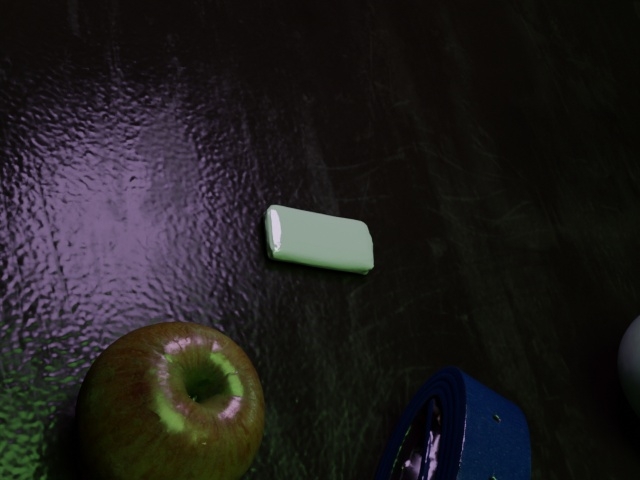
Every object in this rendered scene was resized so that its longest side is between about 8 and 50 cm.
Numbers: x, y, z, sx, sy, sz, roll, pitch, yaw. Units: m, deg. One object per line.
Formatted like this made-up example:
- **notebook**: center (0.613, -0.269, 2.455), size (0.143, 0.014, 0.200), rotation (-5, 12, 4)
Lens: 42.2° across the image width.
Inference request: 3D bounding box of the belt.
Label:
- **belt**: center (0.153, 0.326, 1.040), size (0.117, 0.212, 0.347), rotation (33, 45, -12)

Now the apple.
- **apple**: center (-0.169, 0.197, 0.929), size (0.211, 0.188, 0.211), rotation (19, 53, -27)

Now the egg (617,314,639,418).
- **egg**: center (0.679, 0.236, 1.398), size (0.389, 0.276, 0.276), rotation (23, 51, -24)

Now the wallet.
- **wallet**: center (0.000, 0.000, 1.272), size (0.190, 0.033, 0.095), rotation (8, 59, -28)
